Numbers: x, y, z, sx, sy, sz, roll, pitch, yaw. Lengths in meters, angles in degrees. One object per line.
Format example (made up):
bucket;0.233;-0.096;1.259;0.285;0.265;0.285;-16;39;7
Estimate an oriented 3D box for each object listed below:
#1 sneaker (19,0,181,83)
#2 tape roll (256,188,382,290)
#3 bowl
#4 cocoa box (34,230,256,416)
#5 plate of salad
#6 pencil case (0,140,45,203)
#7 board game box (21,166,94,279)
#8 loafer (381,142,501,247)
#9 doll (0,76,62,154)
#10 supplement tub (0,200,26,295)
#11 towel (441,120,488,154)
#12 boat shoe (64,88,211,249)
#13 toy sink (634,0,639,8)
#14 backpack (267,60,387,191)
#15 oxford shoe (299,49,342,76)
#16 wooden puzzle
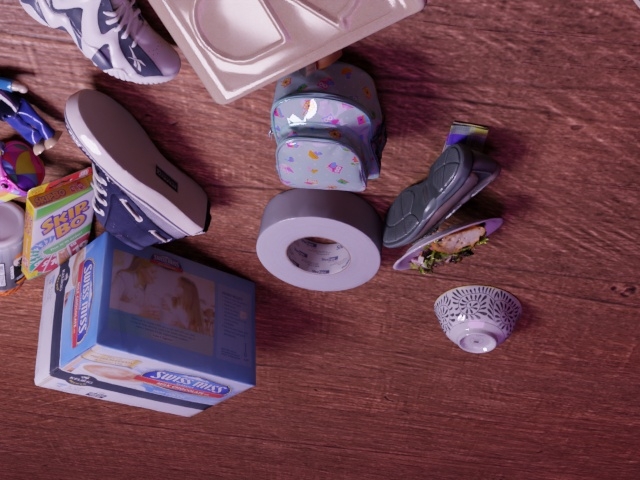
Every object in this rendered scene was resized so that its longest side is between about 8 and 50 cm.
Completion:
sneaker;-0.269;-0.310;1.183;0.235;0.094;0.153;37;145;-18
tape roll;0.000;0.000;1.565;0.219;0.072;0.219;5;143;4
bowl;0.304;0.166;1.719;0.170;0.080;0.170;5;144;4
cocoa box;-0.319;0.168;1.678;0.347;0.231;0.228;22;142;-37
plate of salad;0.217;0.015;1.488;0.200;0.048;0.200;-22;167;-5
pencil case;-0.586;-0.099;1.531;0.236;0.104;0.104;-15;137;30
board game box;-0.468;-0.028;1.593;0.039;0.124;0.259;50;145;19
loafer;0.189;-0.056;1.431;0.084;0.096;0.267;12;148;-21
doll;-0.494;-0.217;1.396;0.129;0.046;0.189;-15;132;42
supplement tub;-0.606;0.019;1.677;0.117;0.117;0.190;14;144;-7
towel;0.223;-0.148;1.371;0.060;0.009;0.083;10;144;0
boat shoe;-0.335;-0.097;1.453;0.158;0.127;0.340;-20;136;22
toy sink;0.424;-0.325;0.990;0.153;0.131;0.234;-24;134;37
backpack;0.008;-0.164;1.287;0.166;0.144;0.188;6;141;13
oxford shoe;-0.011;-0.319;1.159;0.076;0.076;0.212;-23;139;-11
wooden puzzle;-0.081;-0.356;1.041;0.348;0.080;0.322;-17;116;37
